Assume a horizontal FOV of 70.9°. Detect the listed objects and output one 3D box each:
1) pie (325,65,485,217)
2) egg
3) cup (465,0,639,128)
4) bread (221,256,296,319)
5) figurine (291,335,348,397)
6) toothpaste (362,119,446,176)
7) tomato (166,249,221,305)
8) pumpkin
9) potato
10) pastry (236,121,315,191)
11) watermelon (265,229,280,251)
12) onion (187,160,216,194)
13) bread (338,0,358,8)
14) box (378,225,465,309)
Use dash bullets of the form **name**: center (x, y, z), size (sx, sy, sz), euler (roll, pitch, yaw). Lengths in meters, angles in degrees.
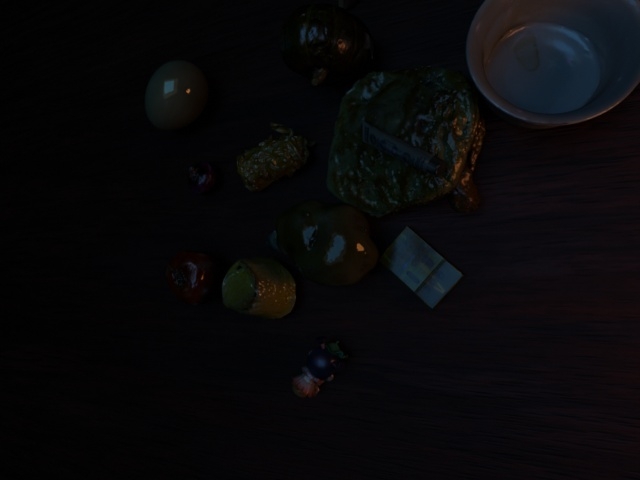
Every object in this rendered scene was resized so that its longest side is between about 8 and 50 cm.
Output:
- **pie**: center (0.196, -0.254, 1.143), size (0.417, 0.180, 0.396), euler (5, 91, 34)
- **egg**: center (-0.483, -0.477, 1.498), size (0.253, 0.188, 0.189), euler (-42, 70, 23)
- **cup**: center (0.490, -0.388, 0.981), size (0.346, 0.163, 0.348), euler (-2, 82, 12)
- **bread**: center (-0.180, 0.141, 1.320), size (0.197, 0.170, 0.197), euler (-4, 84, 40)
- **figurine**: center (-0.002, 0.363, 1.251), size (0.111, 0.102, 0.195), euler (39, 104, 21)
- **toothpaste**: center (0.178, -0.209, 1.025), size (0.039, 0.062, 0.239), euler (-37, 52, -24)
- **tomato**: center (-0.407, 0.117, 1.448), size (0.187, 0.151, 0.187), euler (1, 91, 23)
- **pumpkin**: center (0.007, -0.507, 1.209), size (0.260, 0.260, 0.190), euler (5, 91, 28)
- **potato**: center (0.002, -0.002, 1.224), size (0.350, 0.202, 0.218), euler (17, 108, 41)
- **pastry**: center (-0.140, -0.255, 1.356), size (0.249, 0.102, 0.154), euler (-24, 79, 26)
- **watermelon**: center (-0.130, -0.001, 1.376), size (0.085, 0.085, 0.061), euler (11, 52, 28)
- **onion**: center (-0.396, -0.209, 1.487), size (0.115, 0.104, 0.115), euler (-14, 62, 27)
- **bread**: center (0.102, -0.750, 1.253), size (0.119, 0.192, 0.067), euler (-25, 66, -14)
- **box**: center (0.260, 0.069, 1.172), size (0.193, 0.030, 0.121), euler (44, 107, 23)
